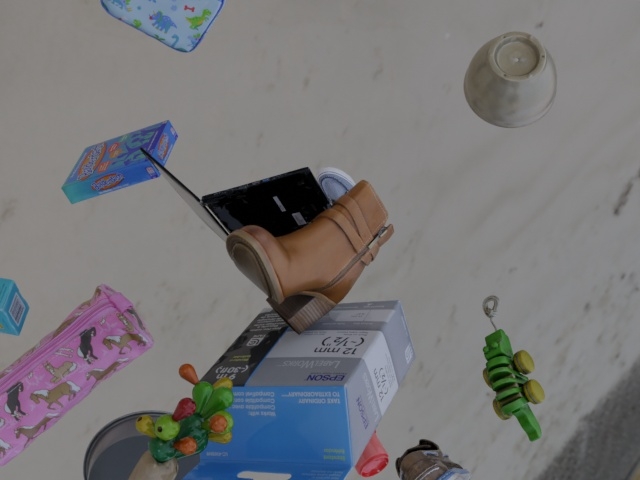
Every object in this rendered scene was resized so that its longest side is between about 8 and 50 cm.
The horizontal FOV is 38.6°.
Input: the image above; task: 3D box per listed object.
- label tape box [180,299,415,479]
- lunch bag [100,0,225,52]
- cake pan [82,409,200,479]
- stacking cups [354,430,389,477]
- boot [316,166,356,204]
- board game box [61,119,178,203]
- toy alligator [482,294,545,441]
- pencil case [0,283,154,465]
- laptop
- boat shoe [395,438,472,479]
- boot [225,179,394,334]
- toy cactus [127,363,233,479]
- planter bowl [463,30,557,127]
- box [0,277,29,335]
[{"bbox_3d":[-0.037,0.219,1.329,0.347,0.249,0.115,-46,126,-55],"label":"label tape box"},{"bbox_3d":[-0.303,-0.487,1.788,0.219,0.090,0.176,25,120,-23],"label":"lunch bag"},{"bbox_3d":[-0.319,0.467,1.768,0.054,0.293,0.293,-90,-158,-69],"label":"cake pan"},{"bbox_3d":[0.023,0.305,1.717,0.096,0.316,0.096,-19,141,-16],"label":"stacking cups"},{"bbox_3d":[0.060,-0.075,1.983,0.069,0.086,0.190,-30,127,26],"label":"boot"},{"bbox_3d":[-0.410,-0.162,1.873,0.160,0.210,0.047,-81,149,-53],"label":"board game box"},{"bbox_3d":[0.213,0.144,1.075,0.056,0.189,0.051,-34,144,31],"label":"toy alligator"},{"bbox_3d":[-0.493,0.244,1.695,0.386,0.160,0.167,-38,-166,-8],"label":"pencil case"},{"bbox_3d":[-0.112,-0.067,1.437,0.264,0.136,0.234,-15,149,12],"label":"laptop"},{"bbox_3d":[0.118,0.246,0.974,0.066,0.066,0.183,-38,164,-5],"label":"boat shoe"},{"bbox_3d":[0.000,0.000,1.277,0.220,0.109,0.283,-45,144,-8],"label":"boot"},{"bbox_3d":[-0.182,0.244,1.126,0.180,0.112,0.219,-49,176,0],"label":"toy cactus"},{"bbox_3d":[0.329,-0.289,1.559,0.162,0.162,0.109,-51,164,-13],"label":"planter bowl"},{"bbox_3d":[-0.629,0.097,1.542,0.100,0.244,0.060,89,10,-58],"label":"box"}]
